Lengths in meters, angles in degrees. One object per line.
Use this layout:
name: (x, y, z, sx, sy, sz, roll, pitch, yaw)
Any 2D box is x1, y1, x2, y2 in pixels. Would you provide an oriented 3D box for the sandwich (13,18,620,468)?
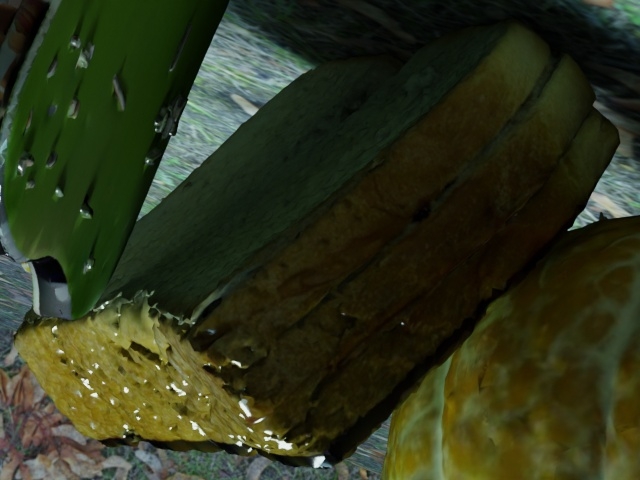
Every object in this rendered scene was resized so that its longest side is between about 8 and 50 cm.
sandwich: (-0.001, -0.001, 0.957, 0.095, 0.249, 0.273, 53, 158, -14)

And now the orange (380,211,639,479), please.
orange: (0.179, 0.143, 0.927, 0.329, 0.249, 0.329, 13, 133, 14)

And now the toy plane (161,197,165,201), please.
toy plane: (0.032, -0.002, 1.198, 0.242, 0.104, 0.256, 5, -172, -18)

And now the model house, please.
model house: (-0.141, -0.102, 0.812, 0.154, 0.207, 0.294, 23, 168, 5)
